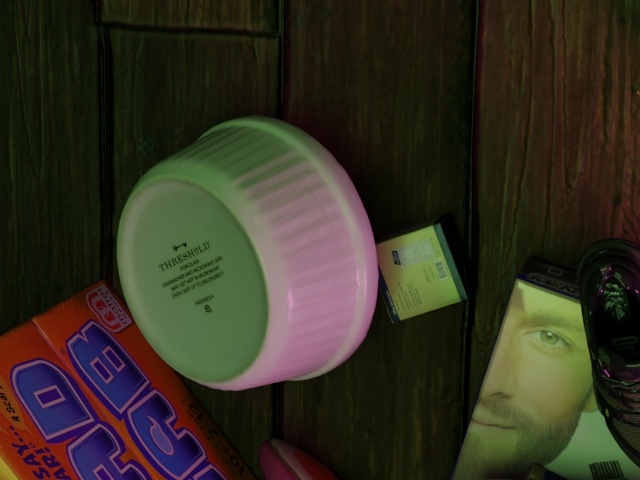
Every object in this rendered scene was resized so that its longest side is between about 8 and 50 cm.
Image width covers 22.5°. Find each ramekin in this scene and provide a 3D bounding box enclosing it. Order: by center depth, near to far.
[{"bbox_3d":[-0.083,0.023,1.578,0.273,0.127,0.272,18,117,38],"label":"ramekin"}]

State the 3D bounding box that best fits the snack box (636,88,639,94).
[{"bbox_3d":[0.391,-0.101,1.430,0.207,0.174,0.070,43,114,3],"label":"snack box"}]

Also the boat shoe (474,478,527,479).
[{"bbox_3d":[0.263,0.282,1.459,0.302,0.109,0.094,6,117,21],"label":"boat shoe"}]

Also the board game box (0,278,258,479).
[{"bbox_3d":[-0.307,0.316,1.643,0.356,0.356,0.356,-38,90,21],"label":"board game box"}]

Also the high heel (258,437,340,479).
[{"bbox_3d":[0.007,0.391,1.679,0.181,0.127,0.377,-35,94,10],"label":"high heel"}]

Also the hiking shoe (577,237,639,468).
[{"bbox_3d":[0.274,0.116,1.435,0.086,0.114,0.226,-17,98,18],"label":"hiking shoe"}]

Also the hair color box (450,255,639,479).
[{"bbox_3d":[0.235,0.207,1.584,0.185,0.110,0.338,19,105,11],"label":"hair color box"}]

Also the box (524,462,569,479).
[{"bbox_3d":[0.276,0.320,1.526,0.225,0.036,0.136,24,107,6],"label":"box"}]

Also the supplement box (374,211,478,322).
[{"bbox_3d":[0.102,0.027,1.611,0.083,0.056,0.083,-19,96,20],"label":"supplement box"}]
